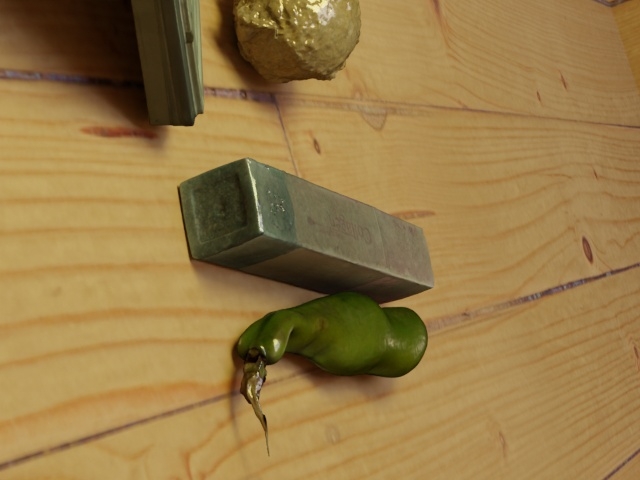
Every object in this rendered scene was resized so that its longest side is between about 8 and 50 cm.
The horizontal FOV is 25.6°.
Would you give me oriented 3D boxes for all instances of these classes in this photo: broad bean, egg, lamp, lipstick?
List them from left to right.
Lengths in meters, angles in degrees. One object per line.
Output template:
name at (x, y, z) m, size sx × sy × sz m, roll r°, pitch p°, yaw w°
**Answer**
lamp at (-0.119, -0.255, 1.014) m, size 0.266 × 0.047 × 0.269 m, roll 88°, pitch -3°, yaw -62°
egg at (-0.022, -0.196, 1.244) m, size 0.140 × 0.118 × 0.116 m, roll -60°, pitch 170°, yaw -69°
lipstick at (0.000, 0.000, 1.193) m, size 0.317 × 0.068 × 0.066 m, roll 18°, pitch 56°, yaw -60°
broad bean at (0.012, 0.092, 1.177) m, size 0.318 × 0.056 × 0.098 m, roll -17°, pitch 94°, yaw -60°
